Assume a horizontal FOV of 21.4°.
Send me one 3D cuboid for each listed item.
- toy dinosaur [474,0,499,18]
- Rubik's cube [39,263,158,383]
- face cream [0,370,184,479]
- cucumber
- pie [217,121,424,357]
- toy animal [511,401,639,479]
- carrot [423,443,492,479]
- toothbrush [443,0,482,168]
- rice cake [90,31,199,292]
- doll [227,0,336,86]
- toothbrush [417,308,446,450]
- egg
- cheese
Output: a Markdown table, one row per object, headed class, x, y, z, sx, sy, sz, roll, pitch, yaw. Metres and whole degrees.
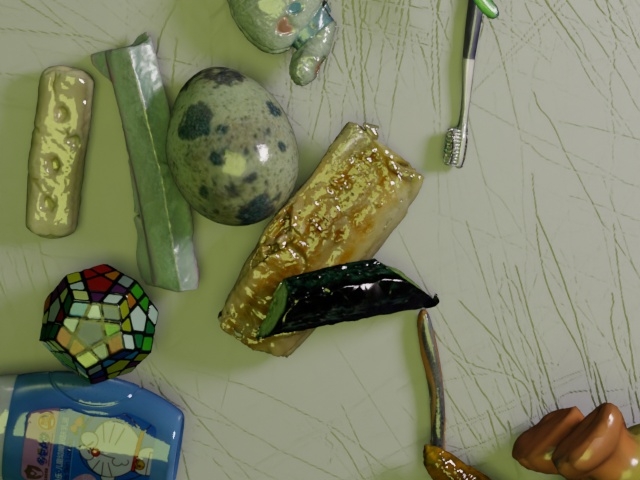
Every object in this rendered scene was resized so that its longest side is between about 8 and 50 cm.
| class | x | y | z | sx | sy | sz | roll | pitch | yaw |
| --- | --- | --- | --- | --- | --- | --- | --- | --- | --- |
| toy dinosaur | 0.314 | -0.499 | 1.787 | 0.374 | 0.144 | 0.500 | -6 | 102 | -9 |
| Rubik's cube | -0.246 | 0.093 | 1.878 | 0.133 | 0.112 | 0.133 | 0 | 99 | 0 |
| face cream | -0.290 | 0.219 | 1.913 | 0.264 | 0.083 | 0.149 | 9 | 98 | 1 |
| cucumber | 0.035 | 0.060 | 1.854 | 0.220 | 0.046 | 0.070 | -11 | 110 | -22 |
| pie | 0.000 | 0.000 | 1.877 | 0.128 | 0.068 | 0.282 | 34 | 100 | -19 |
| toy animal | 0.384 | 0.302 | 1.853 | 0.191 | 0.216 | 0.338 | -44 | 99 | -20 |
| carrot | 0.230 | 0.334 | 1.920 | 0.314 | 0.066 | 0.066 | 41 | 98 | -6 |
| toothbrush | 0.165 | -0.222 | 1.862 | 0.024 | 0.026 | 0.288 | 15 | 101 | 42 |
| rice cake | -0.191 | -0.083 | 1.886 | 0.081 | 0.051 | 0.290 | -6 | 99 | 37 |
| doll | -0.051 | -0.270 | 1.840 | 0.103 | 0.071 | 0.214 | -28 | 88 | -7 |
| toothbrush | 0.138 | 0.235 | 1.933 | 0.031 | 0.023 | 0.321 | -11 | 99 | -4 |
| egg | -0.098 | -0.103 | 1.830 | 0.141 | 0.141 | 0.182 | -20 | 75 | 5 |
| cheese | -0.292 | -0.097 | 1.888 | 0.065 | 0.043 | 0.194 | 8 | 101 | 5 |
